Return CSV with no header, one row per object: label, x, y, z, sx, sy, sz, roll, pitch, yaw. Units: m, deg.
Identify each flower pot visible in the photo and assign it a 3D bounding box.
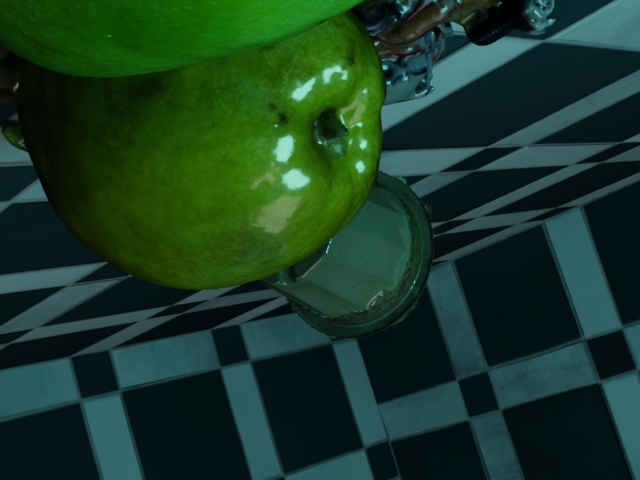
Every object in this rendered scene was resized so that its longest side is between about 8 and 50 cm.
flower pot,0.000,0.000,1.575,0.290,0.290,0.259,-22,159,25

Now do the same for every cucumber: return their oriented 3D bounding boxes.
cucumber,-0.266,-0.104,1.101,0.039,0.039,0.168,-25,166,38

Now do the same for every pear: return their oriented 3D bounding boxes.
pear,-0.092,-0.095,0.790,0.269,0.269,0.321,-8,-170,-44

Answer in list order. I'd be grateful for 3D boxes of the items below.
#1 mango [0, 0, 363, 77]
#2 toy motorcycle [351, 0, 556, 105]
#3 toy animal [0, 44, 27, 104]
mango,-0.066,-0.186,0.520,0.225,0.201,0.382,-18,176,-36
toy motorcycle,0.089,-0.203,0.890,0.207,0.134,0.401,-10,170,-37
toy animal,-0.281,-0.136,0.806,0.086,0.069,0.220,0,180,36
